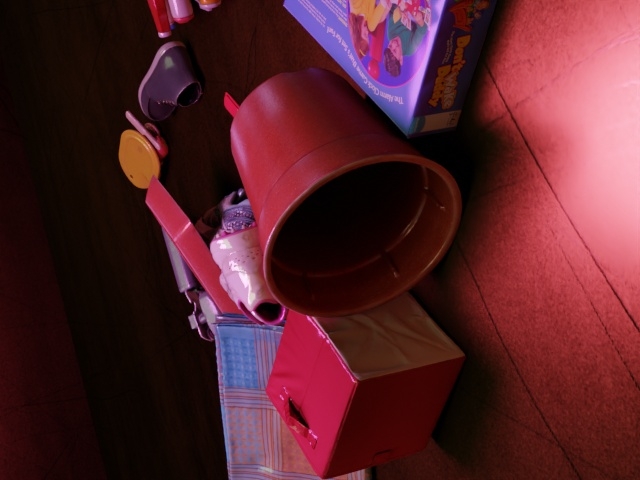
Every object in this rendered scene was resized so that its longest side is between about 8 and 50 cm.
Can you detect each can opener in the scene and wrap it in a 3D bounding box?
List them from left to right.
[{"bbox_3d":[-0.257,0.078,1.995,0.095,0.076,0.283,-25,76,28],"label":"can opener"}]

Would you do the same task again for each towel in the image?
[{"bbox_3d":[-0.045,0.308,1.568,0.272,0.040,0.370,3,108,19],"label":"towel"}]

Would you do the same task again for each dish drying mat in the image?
[{"bbox_3d":[-0.163,-0.248,1.755,0.083,0.008,0.032,50,143,41],"label":"dish drying mat"}]

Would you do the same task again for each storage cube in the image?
[{"bbox_3d":[0.058,0.191,1.318,0.183,0.215,0.193,52,137,41],"label":"storage cube"}]

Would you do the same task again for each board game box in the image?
[{"bbox_3d":[0.079,-0.329,1.199,0.347,0.078,0.233,54,144,38],"label":"board game box"}]

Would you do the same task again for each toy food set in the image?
[{"bbox_3d":[-0.398,-0.209,2.155,0.128,0.071,0.218,43,145,11],"label":"toy food set"},{"bbox_3d":[-0.260,-0.440,1.753,0.232,0.111,0.104,34,142,51],"label":"toy food set"}]

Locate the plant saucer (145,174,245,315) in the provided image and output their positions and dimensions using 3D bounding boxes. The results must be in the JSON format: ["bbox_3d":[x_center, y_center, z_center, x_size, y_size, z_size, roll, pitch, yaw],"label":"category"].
[{"bbox_3d":[-0.243,0.023,1.779,0.258,0.048,0.259,43,164,55],"label":"plant saucer"}]

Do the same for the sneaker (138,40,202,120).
[{"bbox_3d":[-0.317,-0.299,1.938,0.118,0.083,0.222,64,148,23],"label":"sneaker"}]

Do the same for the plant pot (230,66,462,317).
[{"bbox_3d":[0.010,-0.084,1.258,0.265,0.272,0.272,-119,31,-42],"label":"plant pot"}]

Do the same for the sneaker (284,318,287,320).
[{"bbox_3d":[-0.057,0.191,1.611,0.107,0.124,0.283,12,111,63],"label":"sneaker"}]

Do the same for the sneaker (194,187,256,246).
[{"bbox_3d":[-0.156,-0.037,1.759,0.122,0.110,0.283,-63,19,0],"label":"sneaker"}]

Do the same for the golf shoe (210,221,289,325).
[{"bbox_3d":[-0.094,0.082,1.437,0.306,0.115,0.140,67,-179,-70],"label":"golf shoe"}]
